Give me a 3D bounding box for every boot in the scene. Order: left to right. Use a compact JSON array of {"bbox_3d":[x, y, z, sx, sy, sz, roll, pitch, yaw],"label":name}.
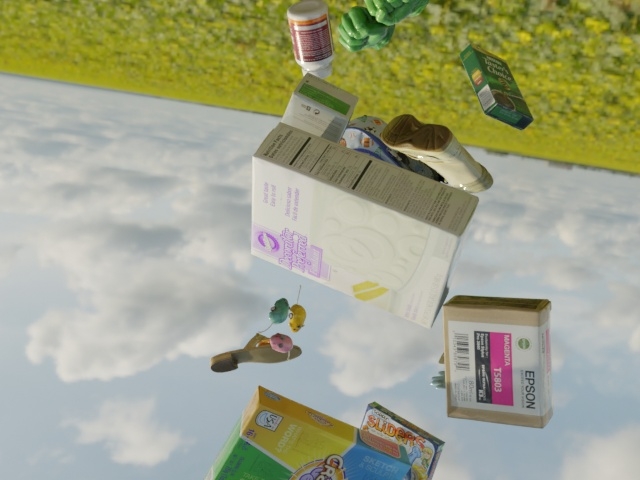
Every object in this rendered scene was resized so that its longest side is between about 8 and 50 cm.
[{"bbox_3d":[0.223,-0.164,1.615,0.165,0.077,0.213,36,175,-33],"label":"boot"}]

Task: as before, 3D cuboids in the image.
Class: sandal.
[{"bbox_3d":[-0.173,0.277,2.180,0.240,0.088,0.079,-12,-129,0],"label":"sandal"}]

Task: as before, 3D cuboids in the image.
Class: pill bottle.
[{"bbox_3d":[-0.017,-0.418,1.750,0.086,0.152,0.086,-7,-143,5],"label":"pill bottle"}]

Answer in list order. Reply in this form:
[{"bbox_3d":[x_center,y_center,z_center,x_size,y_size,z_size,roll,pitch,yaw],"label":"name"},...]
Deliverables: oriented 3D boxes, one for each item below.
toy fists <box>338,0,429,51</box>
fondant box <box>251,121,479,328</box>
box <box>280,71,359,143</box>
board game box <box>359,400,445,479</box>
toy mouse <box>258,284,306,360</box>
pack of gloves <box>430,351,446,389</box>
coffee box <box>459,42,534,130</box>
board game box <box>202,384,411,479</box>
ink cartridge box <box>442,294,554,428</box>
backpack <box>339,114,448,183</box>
[{"bbox_3d":[0.154,-0.581,2.156,0.142,0.096,0.279,3,157,-34],"label":"toy fists"},{"bbox_3d":[0.057,-0.020,1.309,0.331,0.238,0.096,23,-128,14],"label":"fondant box"},{"bbox_3d":[-0.006,-0.198,1.369,0.101,0.102,0.087,26,-144,-2],"label":"box"},{"bbox_3d":[0.181,0.485,1.961,0.201,0.136,0.035,25,-164,31],"label":"board game box"},{"bbox_3d":[-0.075,0.180,1.745,0.031,0.160,0.143,8,-172,32],"label":"toy mouse"},{"bbox_3d":[0.381,0.315,1.938,0.232,0.046,0.195,0,-160,25],"label":"pack of gloves"},{"bbox_3d":[0.359,-0.316,1.713,0.113,0.040,0.184,16,-135,-33],"label":"coffee box"},{"bbox_3d":[-0.029,0.433,1.545,0.317,0.242,0.064,25,-164,-15],"label":"board game box"},{"bbox_3d":[0.340,0.229,1.607,0.193,0.234,0.088,1,-170,29],"label":"ink cartridge box"},{"bbox_3d":[0.106,-0.143,1.926,0.263,0.276,0.213,51,-147,6],"label":"backpack"}]
